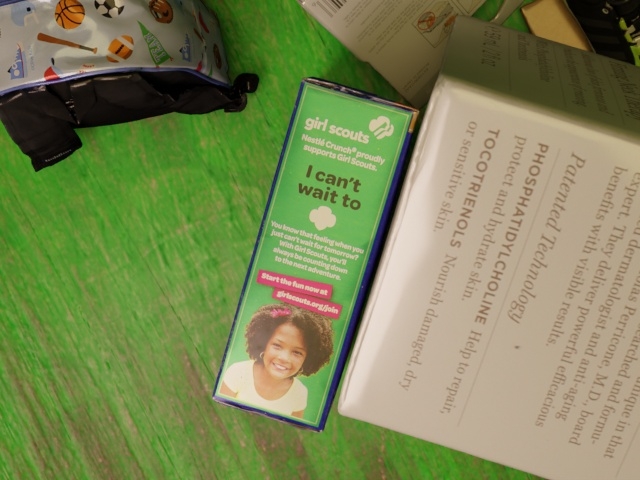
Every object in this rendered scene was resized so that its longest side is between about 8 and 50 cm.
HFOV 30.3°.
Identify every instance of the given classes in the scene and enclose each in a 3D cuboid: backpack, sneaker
[{"bbox_3d":[-0.230,-0.201,1.203,0.276,0.263,0.213,-15,95,7],"label":"backpack"},{"bbox_3d":[0.309,-0.227,1.214,0.084,0.097,0.235,-41,91,8],"label":"sneaker"}]

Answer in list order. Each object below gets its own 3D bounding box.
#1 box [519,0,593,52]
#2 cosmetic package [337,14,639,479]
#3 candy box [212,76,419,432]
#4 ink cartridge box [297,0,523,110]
[{"bbox_3d":[0.340,-0.219,1.273,0.201,0.021,0.164,-24,94,8],"label":"box"},{"bbox_3d":[0.262,0.016,1.122,0.393,0.329,0.328,17,112,2],"label":"cosmetic package"},{"bbox_3d":[0.000,0.000,1.203,0.122,0.268,0.317,15,98,1],"label":"candy box"},{"bbox_3d":[0.124,-0.297,1.217,0.275,0.239,0.060,-46,52,8],"label":"ink cartridge box"}]
